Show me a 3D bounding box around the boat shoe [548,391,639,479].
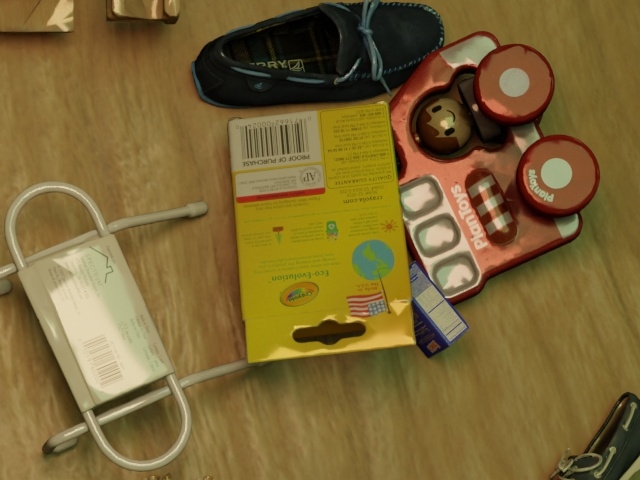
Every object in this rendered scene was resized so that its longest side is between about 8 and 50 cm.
[{"bbox_3d":[0.332,0.287,1.930,0.254,0.095,0.079,-42,90,-24],"label":"boat shoe"}]

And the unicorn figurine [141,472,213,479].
[{"bbox_3d":[-0.147,0.325,1.802,0.162,0.060,0.111,1,73,1],"label":"unicorn figurine"}]

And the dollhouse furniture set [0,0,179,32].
[{"bbox_3d":[-0.359,-0.446,1.901,0.362,0.256,0.394,-1,93,-8],"label":"dollhouse furniture set"}]

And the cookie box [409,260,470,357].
[{"bbox_3d":[0.124,0.086,1.931,0.040,0.092,0.107,-38,88,-20],"label":"cookie box"}]

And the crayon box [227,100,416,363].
[{"bbox_3d":[0.000,0.000,1.869,0.202,0.081,0.319,-6,65,3],"label":"crayon box"}]

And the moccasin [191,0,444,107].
[{"bbox_3d":[0.013,-0.233,1.979,0.342,0.117,0.138,-19,80,-21],"label":"moccasin"}]

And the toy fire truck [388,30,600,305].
[{"bbox_3d":[0.193,-0.097,1.981,0.254,0.169,0.302,-25,84,-1],"label":"toy fire truck"}]

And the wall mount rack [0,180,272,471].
[{"bbox_3d":[-0.217,0.087,1.816,0.304,0.130,0.350,-22,82,-18],"label":"wall mount rack"}]
